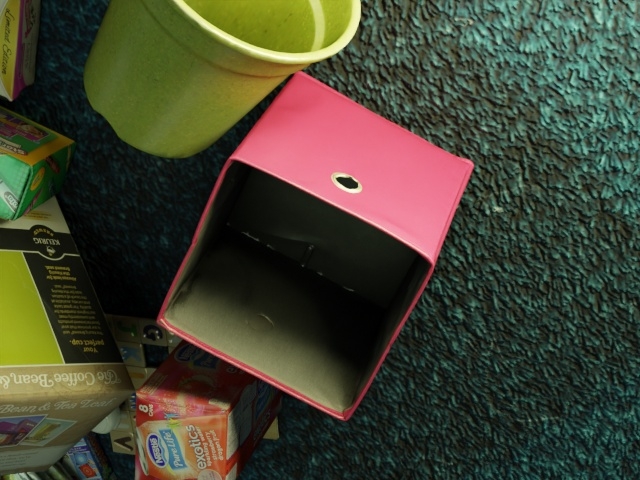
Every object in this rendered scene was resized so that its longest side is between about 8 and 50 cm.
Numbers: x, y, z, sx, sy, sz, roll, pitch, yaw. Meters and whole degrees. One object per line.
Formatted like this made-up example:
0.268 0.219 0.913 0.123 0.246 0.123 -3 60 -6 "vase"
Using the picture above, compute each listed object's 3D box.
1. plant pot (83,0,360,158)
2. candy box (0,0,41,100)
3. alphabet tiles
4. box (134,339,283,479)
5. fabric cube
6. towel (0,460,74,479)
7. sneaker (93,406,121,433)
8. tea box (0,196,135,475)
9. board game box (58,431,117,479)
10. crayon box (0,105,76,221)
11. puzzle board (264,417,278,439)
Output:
-0.137 -0.235 1.558 0.276 0.276 0.254 38 134 -6 "plant pot"
-0.468 -0.284 1.718 0.234 0.071 0.159 16 121 7 "candy box"
-0.258 0.209 1.958 0.198 0.009 0.237 4 119 19 "alphabet tiles"
-0.137 0.205 1.775 0.123 0.257 0.128 9 112 13 "box"
0.000 0.000 1.627 0.254 0.258 0.259 28 122 1 "fabric cube"
-0.470 0.499 2.064 0.374 0.090 0.320 -33 101 16 "towel"
-0.392 0.213 1.938 0.232 0.115 0.090 31 125 4 "sneaker"
-0.462 0.111 1.716 0.220 0.329 0.323 -42 61 31 "tea box"
-0.418 0.324 2.062 0.201 0.035 0.136 -10 115 21 "board game box"
-0.467 -0.132 1.739 0.279 0.165 0.081 25 107 2 "crayon box"
-0.122 0.229 1.936 0.128 0.011 0.096 5 118 13 "puzzle board"
